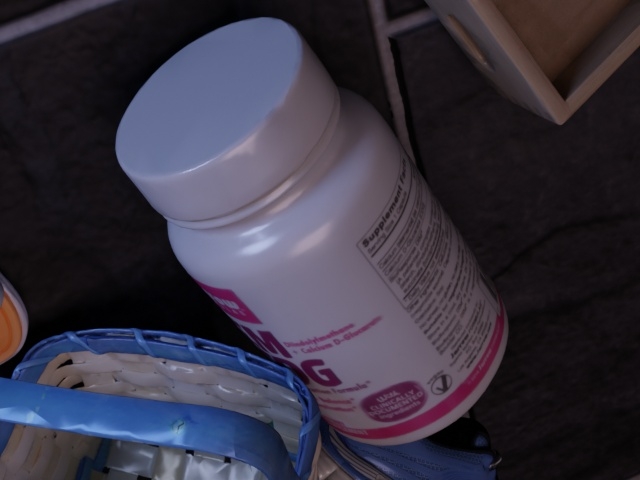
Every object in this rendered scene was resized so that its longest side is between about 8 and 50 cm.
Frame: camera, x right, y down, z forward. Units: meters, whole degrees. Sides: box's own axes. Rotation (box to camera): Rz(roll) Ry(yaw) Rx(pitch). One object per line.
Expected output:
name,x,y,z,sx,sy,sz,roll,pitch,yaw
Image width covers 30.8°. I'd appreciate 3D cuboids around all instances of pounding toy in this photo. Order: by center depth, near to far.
pounding toy,0.157,-0.217,0.747,0.206,0.094,0.181,-46,123,-1

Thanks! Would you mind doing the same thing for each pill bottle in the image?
pill bottle,0.000,0.000,0.774,0.160,0.160,0.283,-36,128,3

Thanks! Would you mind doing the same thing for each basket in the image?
basket,-0.128,0.149,0.747,0.254,0.201,0.289,8,159,15

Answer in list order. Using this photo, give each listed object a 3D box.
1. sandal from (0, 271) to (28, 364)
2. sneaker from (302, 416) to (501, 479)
sandal,-0.286,0.018,0.716,0.102,0.076,0.265,-36,128,3
sneaker,0.116,0.231,0.970,0.330,0.130,0.147,48,70,-23
